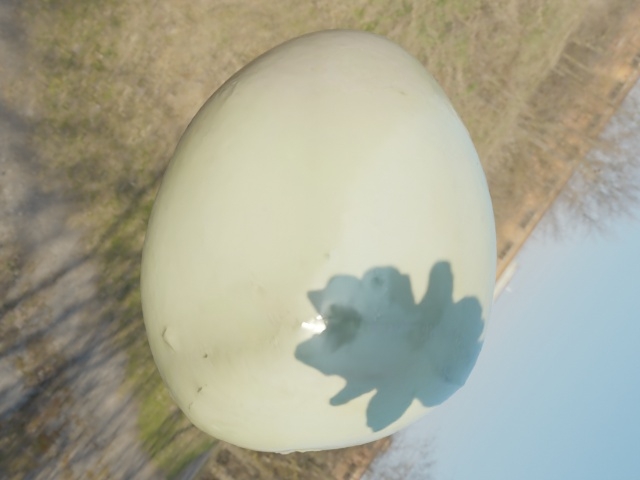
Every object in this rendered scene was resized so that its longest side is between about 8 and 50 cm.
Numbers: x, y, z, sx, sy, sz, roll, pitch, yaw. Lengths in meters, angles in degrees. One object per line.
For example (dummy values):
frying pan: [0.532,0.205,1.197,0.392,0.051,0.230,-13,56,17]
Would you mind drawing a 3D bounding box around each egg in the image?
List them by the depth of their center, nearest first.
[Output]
egg: [0.000,0.000,0.692,0.283,0.283,0.345,61,33,-82]
